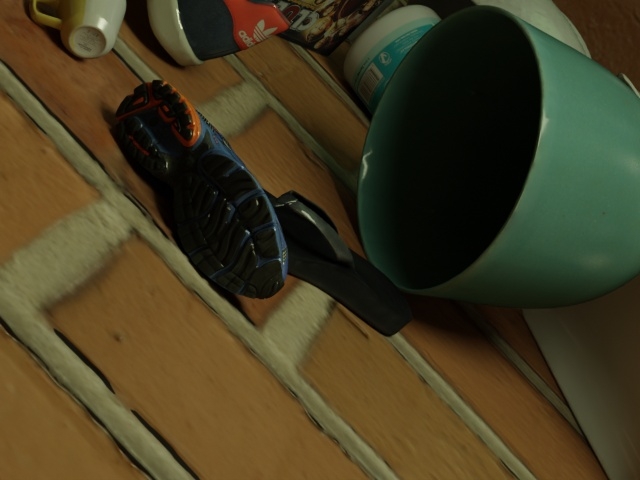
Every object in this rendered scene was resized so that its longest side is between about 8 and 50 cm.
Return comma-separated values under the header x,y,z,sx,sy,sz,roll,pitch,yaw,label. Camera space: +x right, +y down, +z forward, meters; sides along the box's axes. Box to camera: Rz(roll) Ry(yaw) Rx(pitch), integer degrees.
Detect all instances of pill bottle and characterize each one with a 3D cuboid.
x,y,z,sx,sy,sz,roll,pitch,yaw,label
0.153,-0.158,2.051,0.264,0.146,0.146,55,19,23,pill bottle

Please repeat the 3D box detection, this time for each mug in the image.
x,y,z,sx,sy,sz,roll,pitch,yaw,label
-0.211,-0.190,1.441,0.064,0.078,0.062,-95,173,-49,mug

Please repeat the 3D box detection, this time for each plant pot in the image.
x,y,z,sx,sy,sz,roll,pitch,yaw,label
0.214,-0.063,1.657,0.235,0.293,0.293,16,32,-31,plant pot

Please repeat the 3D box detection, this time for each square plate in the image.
x,y,z,sx,sy,sz,roll,pitch,yaw,label
0.342,0.055,1.754,0.049,0.344,0.347,3,37,-22,square plate

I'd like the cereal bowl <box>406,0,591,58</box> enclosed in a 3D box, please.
x,y,z,sx,sy,sz,roll,pitch,yaw,label
0.257,-0.216,2.148,0.339,0.141,0.339,52,-19,27,cereal bowl

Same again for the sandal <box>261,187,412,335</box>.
x,y,z,sx,sy,sz,roll,pitch,yaw,label
0.000,0.000,1.500,0.254,0.054,0.097,33,22,-39,sandal

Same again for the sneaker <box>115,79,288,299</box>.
x,y,z,sx,sy,sz,roll,pitch,yaw,label
-0.084,-0.042,1.360,0.221,0.083,0.087,59,15,27,sneaker

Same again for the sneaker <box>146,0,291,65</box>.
x,y,z,sx,sy,sz,roll,pitch,yaw,label
-0.094,-0.349,1.650,0.131,0.148,0.350,33,50,-70,sneaker

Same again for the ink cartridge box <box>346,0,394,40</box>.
x,y,z,sx,sy,sz,roll,pitch,yaw,label
0.020,-0.459,2.277,0.121,0.211,0.289,25,29,-55,ink cartridge box

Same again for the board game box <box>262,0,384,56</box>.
x,y,z,sx,sy,sz,roll,pitch,yaw,label
-0.001,-0.317,2.003,0.042,0.165,0.243,54,19,22,board game box
